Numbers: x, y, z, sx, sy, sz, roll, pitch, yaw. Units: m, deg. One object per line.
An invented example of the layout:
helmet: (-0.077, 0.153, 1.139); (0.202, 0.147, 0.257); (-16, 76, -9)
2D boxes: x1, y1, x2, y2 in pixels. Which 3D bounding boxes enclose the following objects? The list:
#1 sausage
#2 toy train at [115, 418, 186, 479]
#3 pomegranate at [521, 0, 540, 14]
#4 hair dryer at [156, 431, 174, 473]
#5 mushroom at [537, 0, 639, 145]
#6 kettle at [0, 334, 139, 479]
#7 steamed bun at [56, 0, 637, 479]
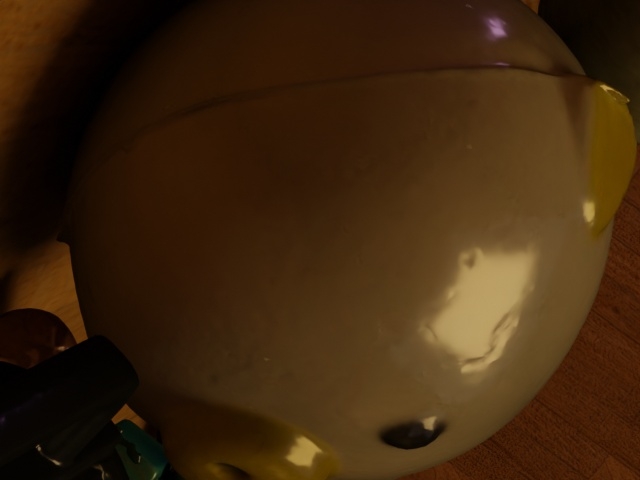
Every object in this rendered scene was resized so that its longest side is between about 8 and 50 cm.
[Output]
sausage: (-0.205, 0.122, 1.323); (0.086, 0.086, 0.289); (-51, 171, -22)
toy train: (-0.195, 0.268, 1.757); (0.203, 0.163, 0.112); (-52, 175, 3)
pomegranate: (0.188, -0.256, 1.644); (0.215, 0.215, 0.215); (-52, 173, -9)
hair dryer: (-0.080, 0.120, 2.176); (0.340, 0.123, 0.312); (-62, 166, -21)
mushroom: (0.263, -0.224, 1.196); (0.352, 0.260, 0.352); (-51, -170, 13)
kettle: (-0.210, 0.176, 0.953); (0.262, 0.203, 0.308); (-13, -178, 17)
steamed bun: (0.010, -0.008, 1.151); (0.334, 0.334, 0.374); (-51, 177, -19)
